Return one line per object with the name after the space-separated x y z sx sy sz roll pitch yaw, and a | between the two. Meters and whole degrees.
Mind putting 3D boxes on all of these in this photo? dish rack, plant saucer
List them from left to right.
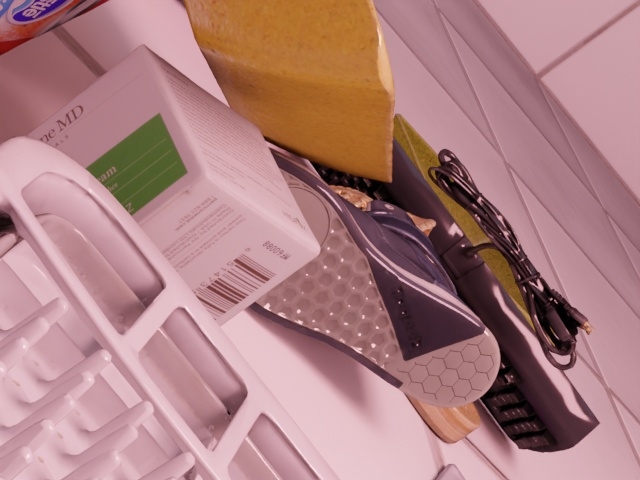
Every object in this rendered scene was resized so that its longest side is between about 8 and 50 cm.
-0.070 0.118 0.562 0.285 0.072 0.333 53 14 -7 | dish rack
-0.046 -0.196 0.881 0.333 0.081 0.333 76 -2 -84 | plant saucer
0.123 0.002 1.522 0.188 0.045 0.188 44 17 -34 | plant saucer

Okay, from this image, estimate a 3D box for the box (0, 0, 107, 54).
-0.178 -0.227 0.815 0.122 0.128 0.257 35 34 -61 | box

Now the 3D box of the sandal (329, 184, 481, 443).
0.056 0.020 1.188 0.240 0.079 0.088 55 14 7 | sandal

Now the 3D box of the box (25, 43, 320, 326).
-0.077 -0.014 0.789 0.102 0.101 0.087 35 22 -52 | box

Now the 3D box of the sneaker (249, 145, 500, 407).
-0.001 0.002 1.055 0.226 0.086 0.163 40 9 -20 | sneaker

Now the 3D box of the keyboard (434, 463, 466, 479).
0.076 0.187 1.006 0.072 0.014 0.256 50 13 5 | keyboard

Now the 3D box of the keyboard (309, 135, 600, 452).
0.093 0.018 1.236 0.317 0.033 0.201 53 -25 0 | keyboard
